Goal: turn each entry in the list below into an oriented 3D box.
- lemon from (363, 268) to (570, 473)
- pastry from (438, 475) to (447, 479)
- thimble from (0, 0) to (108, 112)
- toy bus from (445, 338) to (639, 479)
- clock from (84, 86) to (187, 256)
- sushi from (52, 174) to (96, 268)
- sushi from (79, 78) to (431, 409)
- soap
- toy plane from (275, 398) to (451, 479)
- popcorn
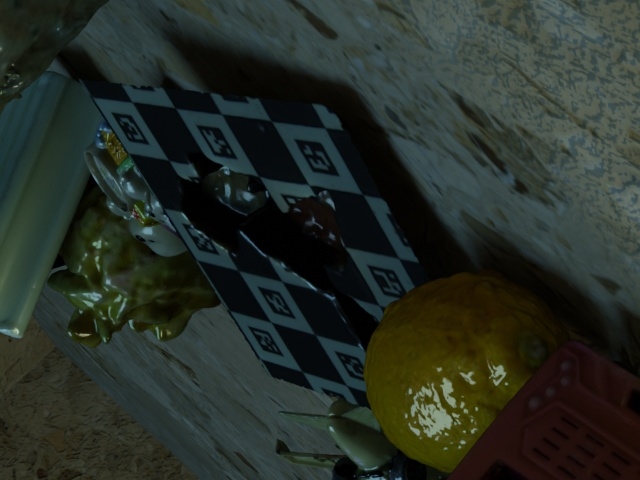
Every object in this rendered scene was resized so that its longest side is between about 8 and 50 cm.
[{"bbox_3d":[0.108,0.091,1.227,0.142,0.142,0.187,49,155,-9],"label":"lemon"},{"bbox_3d":[0.185,0.361,1.504,0.329,0.329,0.136,45,127,6],"label":"pastry"},{"bbox_3d":[-0.311,-0.246,1.413,0.291,0.195,0.291,41,169,9],"label":"thimble"},{"bbox_3d":[0.223,0.274,1.204,0.203,0.233,0.427,36,162,37],"label":"toy bus"},{"bbox_3d":[-0.145,-0.057,1.643,0.144,0.103,0.231,54,166,3],"label":"clock"},{"bbox_3d":[-0.400,-0.118,2.099,0.343,0.182,0.196,52,170,-19],"label":"sushi"},{"bbox_3d":[0.000,0.000,1.435,0.343,0.064,0.359,12,139,50],"label":"sushi"},{"bbox_3d":[-0.314,-0.044,1.819,0.087,0.265,0.160,23,178,-27],"label":"soap"},{"bbox_3d":[0.081,0.218,1.711,0.242,0.104,0.256,-13,134,38],"label":"toy plane"},{"bbox_3d":[-0.194,0.020,1.848,0.167,0.185,0.187,12,119,31],"label":"popcorn"}]
